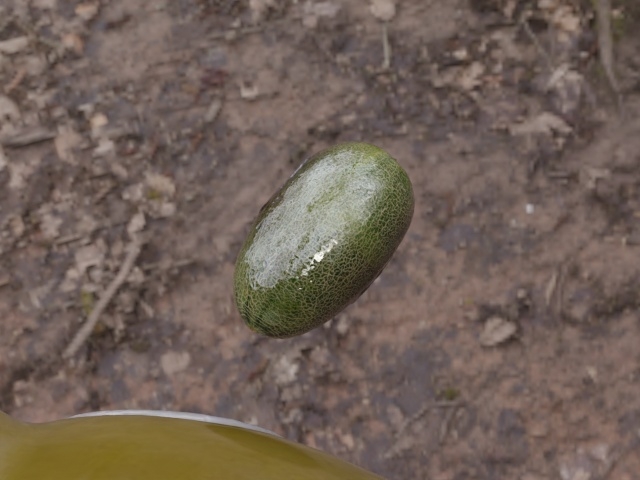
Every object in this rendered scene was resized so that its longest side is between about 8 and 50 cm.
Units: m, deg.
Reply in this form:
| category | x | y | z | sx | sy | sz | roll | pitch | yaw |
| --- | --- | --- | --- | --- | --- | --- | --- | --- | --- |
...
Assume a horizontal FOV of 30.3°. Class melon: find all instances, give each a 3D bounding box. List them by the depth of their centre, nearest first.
| category | x | y | z | sx | sy | sz | roll | pitch | yaw |
| --- | --- | --- | --- | --- | --- | --- | --- | --- | --- |
| melon | 0.000 | 0.000 | 0.840 | 0.099 | 0.099 | 0.162 | 31 | 75 | 39 |

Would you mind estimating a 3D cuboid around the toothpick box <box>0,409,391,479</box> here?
| category | x | y | z | sx | sy | sz | roll | pitch | yaw |
| --- | --- | --- | --- | --- | --- | --- | --- | --- | --- |
| toothpick box | -0.063 | 0.282 | 0.532 | 0.425 | 0.409 | 0.409 | 29 | 46 | 7 |
